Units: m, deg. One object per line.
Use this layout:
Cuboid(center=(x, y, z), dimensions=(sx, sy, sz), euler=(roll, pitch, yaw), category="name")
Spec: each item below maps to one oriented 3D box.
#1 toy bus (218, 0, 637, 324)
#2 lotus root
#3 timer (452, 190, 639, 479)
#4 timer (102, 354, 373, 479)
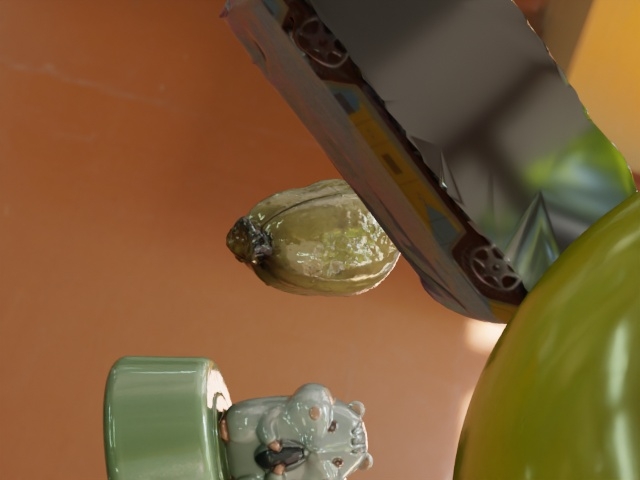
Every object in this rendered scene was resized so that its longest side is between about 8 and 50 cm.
Cuboid(center=(0.093, -0.102, 1.301), dimensions=(0.171, 0.162, 0.386), euler=(-43, 105, -22), category="toy bus")
Cuboid(center=(0.000, 0.000, 1.898), dimensions=(0.257, 0.140, 0.154), euler=(-6, 15, -40), category="lotus root")
Cuboid(center=(0.172, 0.079, 0.482), dimensions=(0.285, 0.285, 0.285), euler=(10, 37, -8), category="timer")
Cuboid(center=(-0.094, 0.271, 2.059), dimensions=(0.315, 0.290, 0.290), euler=(-9, 37, 6), category="timer")
